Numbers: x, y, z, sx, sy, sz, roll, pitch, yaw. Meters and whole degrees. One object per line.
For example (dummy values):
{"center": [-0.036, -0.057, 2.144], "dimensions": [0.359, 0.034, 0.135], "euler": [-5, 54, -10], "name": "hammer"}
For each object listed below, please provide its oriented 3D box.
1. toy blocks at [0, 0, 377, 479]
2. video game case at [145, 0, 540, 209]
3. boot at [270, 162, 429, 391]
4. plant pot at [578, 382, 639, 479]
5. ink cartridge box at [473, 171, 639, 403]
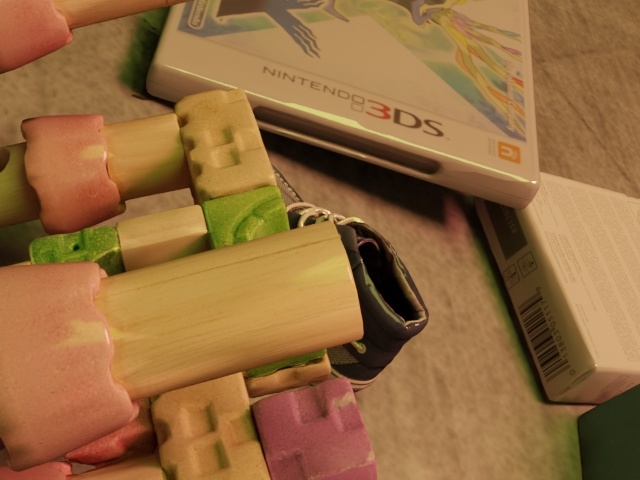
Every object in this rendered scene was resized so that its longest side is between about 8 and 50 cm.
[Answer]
{"center": [-0.130, 0.055, 0.490], "dimensions": [0.260, 0.309, 0.288], "euler": [-15, 47, -7], "name": "toy blocks"}
{"center": [0.035, -0.190, 0.866], "dimensions": [0.300, 0.036, 0.329], "euler": [17, 46, -10], "name": "video game case"}
{"center": [0.000, 0.000, 0.686], "dimensions": [0.069, 0.086, 0.190], "euler": [-18, 68, -43], "name": "boot"}
{"center": [0.311, 0.155, 0.673], "dimensions": [0.165, 0.234, 0.165], "euler": [23, 45, -17], "name": "plant pot"}
{"center": [0.249, 0.043, 0.863], "dimensions": [0.232, 0.066, 0.189], "euler": [12, 49, -39], "name": "ink cartridge box"}
